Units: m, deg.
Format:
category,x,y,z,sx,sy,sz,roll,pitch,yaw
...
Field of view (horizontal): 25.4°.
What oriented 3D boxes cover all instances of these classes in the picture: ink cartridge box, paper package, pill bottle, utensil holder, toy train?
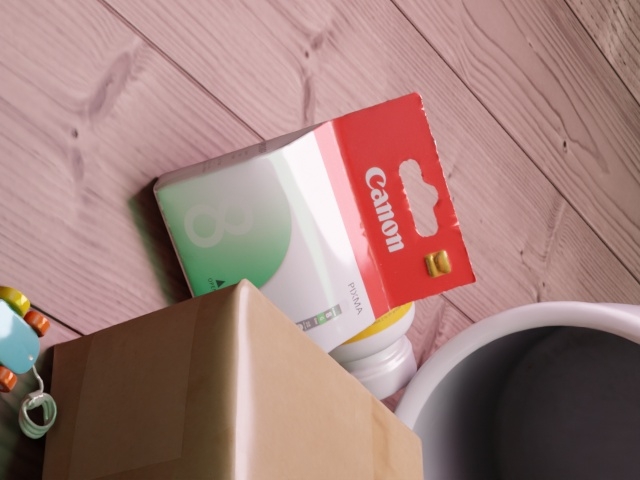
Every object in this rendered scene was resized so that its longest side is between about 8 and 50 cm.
category,x,y,z,sx,sy,sz,roll,pitch,yaw
ink cartridge box,0.000,0.000,1.147,0.056,0.224,0.181,-96,168,-69
paper package,-0.052,0.244,1.007,0.309,0.168,0.325,46,32,-45
pill bottle,0.016,0.034,1.250,0.117,0.117,0.208,-43,122,-50
utensil holder,0.267,0.219,1.370,0.385,0.327,0.328,5,82,-70
toy train,-0.246,0.087,0.916,0.166,0.046,0.125,1,89,-54
